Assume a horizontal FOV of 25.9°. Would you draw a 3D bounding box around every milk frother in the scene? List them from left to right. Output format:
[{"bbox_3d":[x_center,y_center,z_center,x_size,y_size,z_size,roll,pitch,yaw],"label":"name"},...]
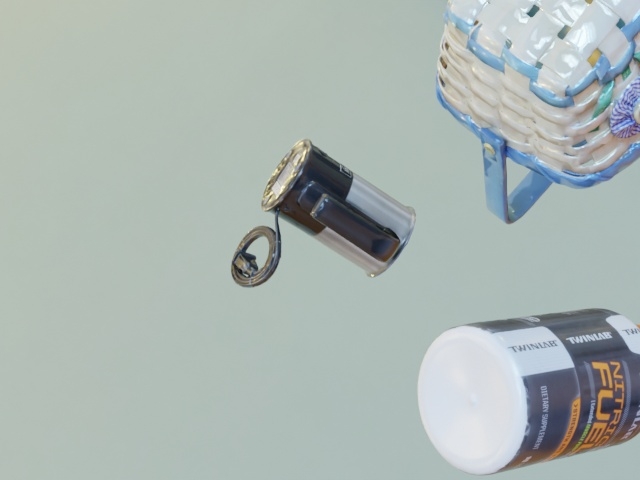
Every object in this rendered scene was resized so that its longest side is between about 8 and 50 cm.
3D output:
[{"bbox_3d":[0.000,0.000,1.376,0.143,0.134,0.129,-50,19,24],"label":"milk frother"}]

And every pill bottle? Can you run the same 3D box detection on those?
[{"bbox_3d":[0.215,0.128,1.249,0.245,0.130,0.130,-4,-36,-40],"label":"pill bottle"}]

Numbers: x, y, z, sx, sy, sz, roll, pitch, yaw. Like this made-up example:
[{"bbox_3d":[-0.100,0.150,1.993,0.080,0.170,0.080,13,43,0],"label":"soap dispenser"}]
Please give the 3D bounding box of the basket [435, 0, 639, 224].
[{"bbox_3d":[0.220,-0.153,1.185,0.255,0.201,0.289,-50,-19,-7],"label":"basket"}]
